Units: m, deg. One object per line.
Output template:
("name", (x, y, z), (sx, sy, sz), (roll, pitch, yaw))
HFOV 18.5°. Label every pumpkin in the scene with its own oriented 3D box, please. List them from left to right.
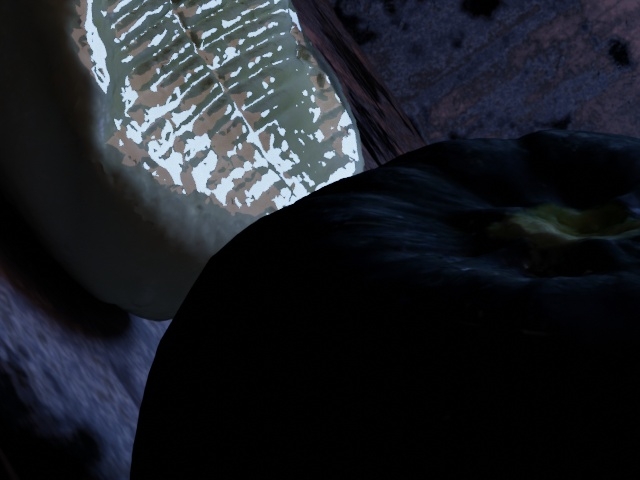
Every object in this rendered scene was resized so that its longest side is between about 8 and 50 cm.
("pumpkin", (0.083, 0.094, 0.656), (0.315, 0.315, 0.238), (-103, -178, -69))

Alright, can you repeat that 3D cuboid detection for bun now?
("bun", (-0.087, -0.072, 0.871), (0.229, 0.145, 0.229), (22, 62, -49))
